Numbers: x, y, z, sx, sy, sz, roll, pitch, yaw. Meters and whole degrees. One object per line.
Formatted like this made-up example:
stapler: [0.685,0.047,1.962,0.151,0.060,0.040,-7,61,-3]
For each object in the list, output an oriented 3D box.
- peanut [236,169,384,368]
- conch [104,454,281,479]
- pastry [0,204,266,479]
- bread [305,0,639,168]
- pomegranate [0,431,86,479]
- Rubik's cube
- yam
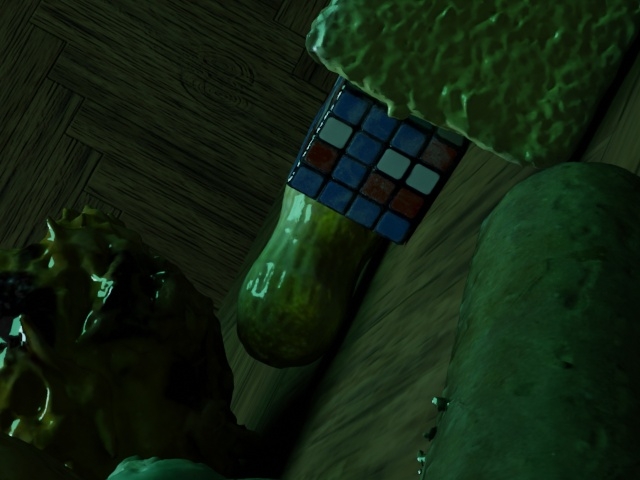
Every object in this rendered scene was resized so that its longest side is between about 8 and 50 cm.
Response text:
peanut: [0.000,0.000,1.188,0.207,0.087,0.087,-65,5,-20]
conch: [-0.060,0.167,0.584,0.196,0.134,0.202,-57,8,37]
pastry: [-0.219,0.170,1.207,0.292,0.337,0.405,-23,2,-40]
bread: [0.096,-0.160,0.774,0.240,0.135,0.178,-64,5,3]
pomegranate: [-0.215,0.251,0.798,0.338,0.338,0.338,-61,5,9]
Rubik's cube: [0.044,-0.071,1.093,0.092,0.092,0.092,-59,5,35]
yam: [0.061,0.043,0.408,0.068,0.068,0.169,-59,5,29]
